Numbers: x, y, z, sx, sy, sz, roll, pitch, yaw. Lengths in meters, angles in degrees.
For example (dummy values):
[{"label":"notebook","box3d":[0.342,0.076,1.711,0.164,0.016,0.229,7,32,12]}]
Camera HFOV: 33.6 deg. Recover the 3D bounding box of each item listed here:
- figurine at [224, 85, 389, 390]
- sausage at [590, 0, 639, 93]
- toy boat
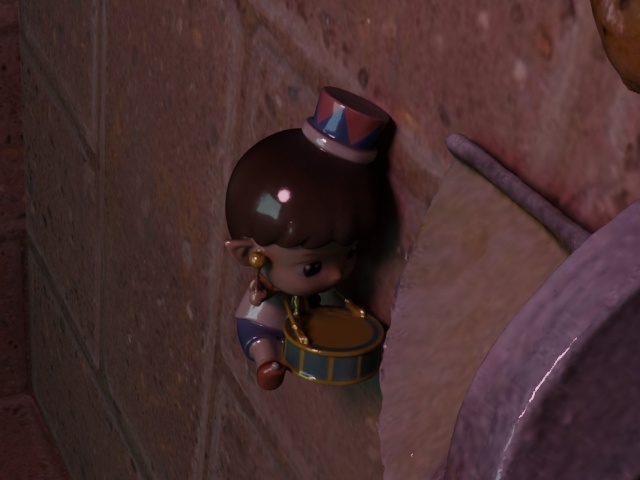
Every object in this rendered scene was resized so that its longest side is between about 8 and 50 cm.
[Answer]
[{"label":"figurine","box3d":[-0.008,-0.003,0.973,0.158,0.161,0.275,19,121,34]},{"label":"sausage","box3d":[0.201,-0.297,0.463,0.136,0.123,0.500,39,133,48]},{"label":"toy boat","box3d":[0.129,0.068,0.702,0.276,0.111,0.293,-63,24,-6]}]
